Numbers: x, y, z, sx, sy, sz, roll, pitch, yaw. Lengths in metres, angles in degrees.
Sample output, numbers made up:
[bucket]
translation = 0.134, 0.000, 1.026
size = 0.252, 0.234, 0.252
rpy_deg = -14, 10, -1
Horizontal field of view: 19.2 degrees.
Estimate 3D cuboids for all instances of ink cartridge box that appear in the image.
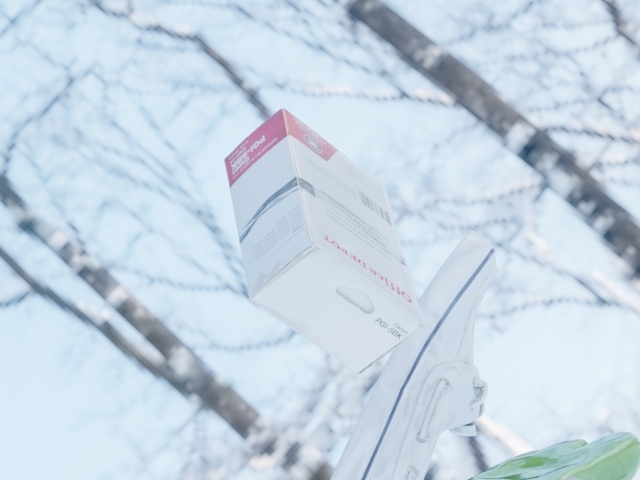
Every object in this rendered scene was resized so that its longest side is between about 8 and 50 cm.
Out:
[ink cartridge box]
translation = 0.000, 0.000, 1.133
size = 0.056, 0.135, 0.099
rpy_deg = -39, -55, 21

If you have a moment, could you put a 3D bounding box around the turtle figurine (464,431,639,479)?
[turtle figurine]
translation = 0.148, 0.182, 0.543
size = 0.274, 0.266, 0.198
rpy_deg = -16, 6, 10

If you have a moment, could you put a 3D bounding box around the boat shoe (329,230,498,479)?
[boat shoe]
translation = 0.085, 0.121, 1.444
size = 0.258, 0.084, 0.095
rpy_deg = -64, -7, 5
